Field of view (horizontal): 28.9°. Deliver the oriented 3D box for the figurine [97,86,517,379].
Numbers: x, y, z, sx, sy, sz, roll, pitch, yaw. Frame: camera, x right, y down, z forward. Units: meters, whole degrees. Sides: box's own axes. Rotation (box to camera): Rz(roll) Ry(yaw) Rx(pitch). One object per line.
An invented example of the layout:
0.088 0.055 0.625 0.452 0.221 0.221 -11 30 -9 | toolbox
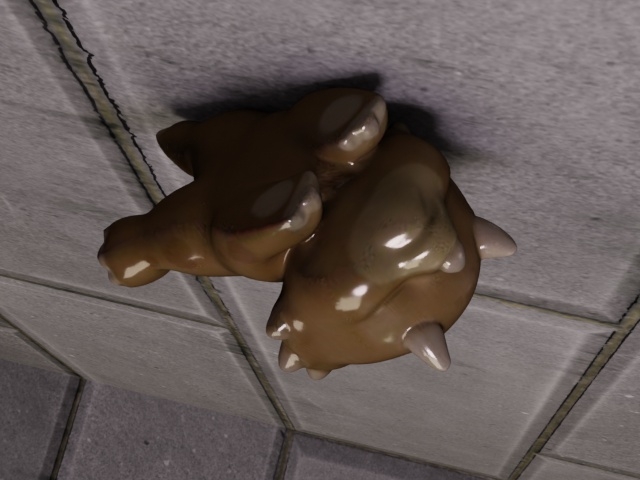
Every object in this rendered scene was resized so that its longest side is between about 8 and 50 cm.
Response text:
0.001 0.003 0.827 0.247 0.177 0.173 -14 131 38 | figurine
